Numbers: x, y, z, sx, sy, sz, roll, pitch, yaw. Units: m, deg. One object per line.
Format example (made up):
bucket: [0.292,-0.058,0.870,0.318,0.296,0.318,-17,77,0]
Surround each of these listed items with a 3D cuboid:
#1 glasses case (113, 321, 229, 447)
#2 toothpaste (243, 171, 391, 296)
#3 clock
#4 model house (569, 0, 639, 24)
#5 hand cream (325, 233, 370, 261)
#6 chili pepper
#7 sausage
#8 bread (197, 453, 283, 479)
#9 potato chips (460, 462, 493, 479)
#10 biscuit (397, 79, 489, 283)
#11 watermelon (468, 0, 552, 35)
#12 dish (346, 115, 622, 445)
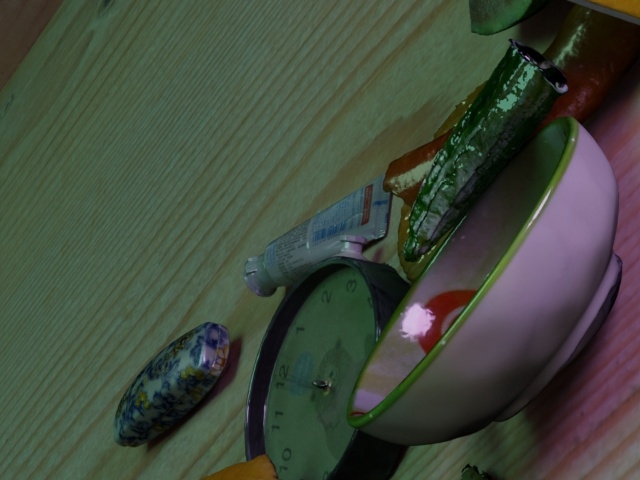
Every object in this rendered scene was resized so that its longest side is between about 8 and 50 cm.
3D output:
glasses case: [-0.188,0.181,2.470,0.248,0.065,0.087,-44,28,45]
toothpaste: [0.000,0.000,2.259,0.234,0.057,0.089,-32,40,44]
clock: [0.007,0.151,2.018,0.280,0.055,0.280,-40,42,48]
model house: [0.280,-0.364,1.692,0.340,0.300,0.323,153,129,-63]
hand cream: [0.027,0.064,2.143,0.084,0.053,0.142,178,100,-67]
chili pepper: [0.137,-0.070,1.774,0.227,0.059,0.088,-57,17,18]
sausage: [0.190,-0.121,1.837,0.302,0.076,0.103,-40,46,15]
bread: [-0.123,0.330,1.994,0.129,0.134,0.260,-106,31,-44]
potato chips: [0.133,0.256,1.717,0.209,0.026,0.142,-42,34,49]
biscuit: [0.160,-0.057,1.961,0.254,0.035,0.254,-44,31,35]
watermelon: [0.218,-0.302,2.034,0.146,0.128,0.231,98,-164,-56]
dish: [0.164,0.059,1.688,0.324,0.124,0.324,-54,5,7]
